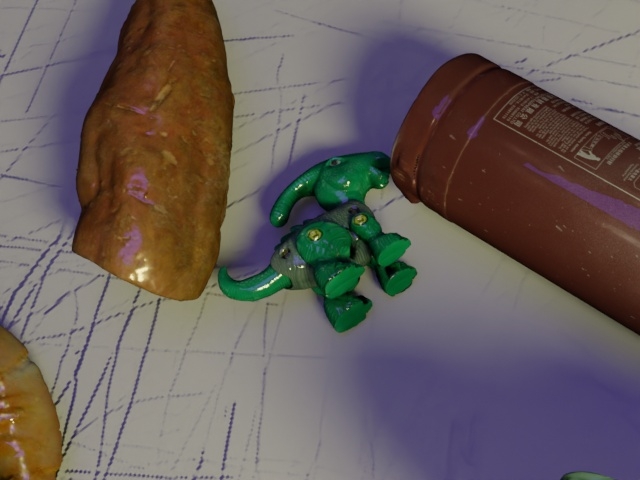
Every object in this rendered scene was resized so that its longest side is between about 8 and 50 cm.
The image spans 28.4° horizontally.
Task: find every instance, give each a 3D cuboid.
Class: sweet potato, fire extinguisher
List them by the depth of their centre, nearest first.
[{"bbox_3d":[0.166,-0.001,0.683,0.269,0.105,0.105,34,77,24],"label":"fire extinguisher"},{"bbox_3d":[-0.101,-0.070,0.789,0.097,0.097,0.252,-6,60,11],"label":"sweet potato"}]

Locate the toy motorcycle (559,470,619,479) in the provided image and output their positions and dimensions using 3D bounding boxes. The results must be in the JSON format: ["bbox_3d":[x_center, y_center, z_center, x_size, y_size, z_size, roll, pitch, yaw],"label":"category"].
[{"bbox_3d":[0.215,0.205,0.532,0.326,0.200,0.191,26,73,12],"label":"toy motorcycle"}]

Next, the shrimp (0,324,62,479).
[{"bbox_3d":[-0.212,0.153,0.730,0.145,0.061,0.267,-21,59,-7],"label":"shrimp"}]

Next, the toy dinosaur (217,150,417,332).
[{"bbox_3d":[0.000,0.000,0.754,0.132,0.059,0.096,-30,53,-11],"label":"toy dinosaur"}]
